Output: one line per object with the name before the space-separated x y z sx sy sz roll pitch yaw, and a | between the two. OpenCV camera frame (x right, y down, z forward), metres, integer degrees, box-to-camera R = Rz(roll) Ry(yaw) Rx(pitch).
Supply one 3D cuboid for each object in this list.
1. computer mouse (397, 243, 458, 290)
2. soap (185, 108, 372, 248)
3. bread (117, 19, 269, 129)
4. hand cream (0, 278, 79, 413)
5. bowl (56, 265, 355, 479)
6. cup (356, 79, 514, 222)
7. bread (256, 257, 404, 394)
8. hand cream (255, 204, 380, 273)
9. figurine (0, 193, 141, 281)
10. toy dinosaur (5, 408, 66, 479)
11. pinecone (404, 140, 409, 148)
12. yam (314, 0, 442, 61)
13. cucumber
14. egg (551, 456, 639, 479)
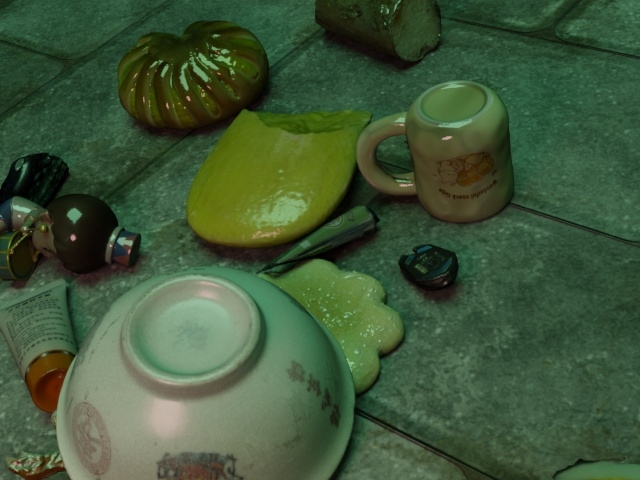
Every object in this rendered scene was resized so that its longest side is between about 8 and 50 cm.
computer mouse | 0.178 0.047 1.638 0.079 0.047 0.135 -34 32 -13
soap | -0.080 -0.139 1.879 0.306 0.115 0.427 4 43 17
bread | -0.277 -0.366 2.168 0.333 0.160 0.333 -9 42 8
hand cream | -0.468 0.163 1.671 0.140 0.089 0.314 -22 36 -11
bowl | -0.165 0.173 1.376 0.435 0.196 0.434 -1 51 1
cup | 0.206 -0.165 1.753 0.255 0.202 0.173 15 48 31
bread | -0.025 0.139 1.590 0.316 0.054 0.316 -7 40 6
hand cream | 0.000 0.000 1.717 0.235 0.055 0.086 -25 -3 -23
figurine | -0.463 -0.005 1.825 0.276 0.161 0.158 -1 82 19
toy dinosaur | -0.243 0.276 1.469 0.393 0.092 0.205 5 46 3
pinecone | 0.209 -0.197 1.864 0.102 0.109 0.102 9 44 -9
yam | 0.114 -0.505 2.214 0.168 0.168 0.304 -36 46 -24
cucumber | -0.601 -0.103 2.030 0.115 0.085 0.193 3 49 17
egg | 0.374 0.384 1.067 0.337 0.200 0.337 1 18 0
